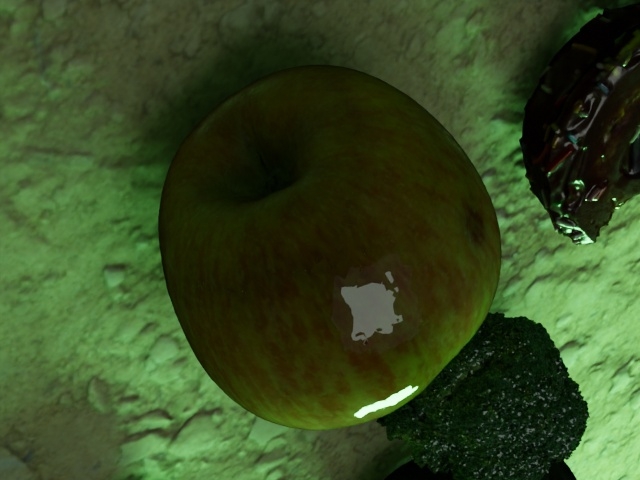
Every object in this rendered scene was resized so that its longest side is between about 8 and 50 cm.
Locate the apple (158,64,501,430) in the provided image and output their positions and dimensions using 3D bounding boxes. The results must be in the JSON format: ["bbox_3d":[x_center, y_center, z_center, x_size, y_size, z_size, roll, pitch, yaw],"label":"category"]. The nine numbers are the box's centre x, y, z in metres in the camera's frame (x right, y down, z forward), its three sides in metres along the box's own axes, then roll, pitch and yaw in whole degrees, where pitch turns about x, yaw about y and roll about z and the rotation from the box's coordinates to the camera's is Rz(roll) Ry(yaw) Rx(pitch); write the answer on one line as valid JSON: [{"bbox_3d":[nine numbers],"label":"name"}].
[{"bbox_3d":[0.000,0.000,1.263,0.264,0.264,0.264,-21,133,-24],"label":"apple"}]

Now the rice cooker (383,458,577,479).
[{"bbox_3d":[0.168,0.329,1.655,0.267,0.224,0.267,-11,126,-16],"label":"rice cooker"}]

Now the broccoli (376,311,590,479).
[{"bbox_3d":[0.147,0.152,1.556,0.195,0.195,0.156,-10,154,-32],"label":"broccoli"}]

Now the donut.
[{"bbox_3d":[0.270,-0.112,1.491,0.230,0.096,0.216,-30,134,-15],"label":"donut"}]
